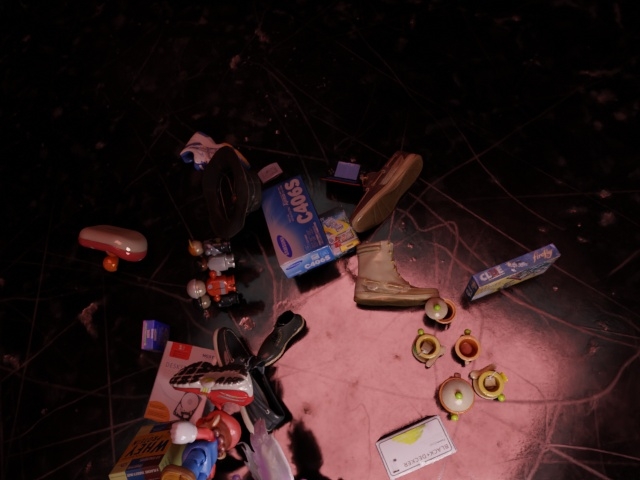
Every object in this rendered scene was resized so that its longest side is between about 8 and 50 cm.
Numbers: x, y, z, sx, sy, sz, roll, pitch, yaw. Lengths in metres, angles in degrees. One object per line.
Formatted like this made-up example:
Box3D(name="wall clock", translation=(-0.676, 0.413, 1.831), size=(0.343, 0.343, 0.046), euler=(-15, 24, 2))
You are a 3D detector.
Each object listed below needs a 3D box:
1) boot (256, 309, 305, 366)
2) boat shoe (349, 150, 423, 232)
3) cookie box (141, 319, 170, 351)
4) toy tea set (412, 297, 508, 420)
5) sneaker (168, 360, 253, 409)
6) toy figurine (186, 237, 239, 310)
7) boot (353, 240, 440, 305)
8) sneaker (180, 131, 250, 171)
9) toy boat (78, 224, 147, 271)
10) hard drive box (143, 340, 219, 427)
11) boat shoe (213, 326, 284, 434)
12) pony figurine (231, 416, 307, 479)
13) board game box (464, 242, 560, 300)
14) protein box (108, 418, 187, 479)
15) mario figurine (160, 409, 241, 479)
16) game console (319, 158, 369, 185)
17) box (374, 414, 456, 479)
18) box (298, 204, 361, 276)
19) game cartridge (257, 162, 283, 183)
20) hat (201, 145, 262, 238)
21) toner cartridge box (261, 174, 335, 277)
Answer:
Box3D(name="boot", translation=(-0.139, 0.291, 1.402), size=(0.077, 0.137, 0.197), euler=(35, 79, 19))
Box3D(name="boat shoe", translation=(0.198, -0.174, 1.545), size=(0.123, 0.123, 0.342), euler=(33, 77, 33))
Box3D(name="cookie box", translation=(-0.527, 0.309, 1.476), size=(0.040, 0.107, 0.091), euler=(-7, 68, 7))
Box3D(name="toy tea set", translation=(0.375, 0.325, 1.300), size=(0.200, 0.124, 0.335), euler=(-29, 72, -2))
Box3D(name="sneaker", translation=(-0.310, 0.420, 1.295), size=(0.279, 0.107, 0.118), euler=(-3, 112, 30))
Box3D(name="toy figurine", translation=(-0.348, 0.107, 1.467), size=(0.148, 0.213, 0.209), euler=(-8, 68, -8))
Box3D(name="boot", translation=(0.237, 0.100, 1.440), size=(0.262, 0.095, 0.203), euler=(-1, 67, 12))
Box3D(name="sneaker", translation=(-0.385, -0.289, 1.677), size=(0.297, 0.111, 0.131), euler=(26, 69, 32))
Box3D(name="toy boat", translation=(-0.726, 0.037, 1.615), size=(0.231, 0.151, 0.150), euler=(12, 102, 14))
Box3D(name="hard drive box", translation=(-0.409, 0.444, 1.415), size=(0.181, 0.089, 0.231), euler=(7, 70, 11))
Box3D(name="boat shoe", translation=(-0.206, 0.398, 1.364), size=(0.113, 0.127, 0.339), euler=(-32, 69, 19))
Box3D(name="pony figurine", translation=(-0.145, 0.676, 1.155), size=(0.364, 0.302, 0.351), euler=(-31, 71, -30))
Box3D(name="board game box", translation=(0.555, 0.097, 1.347), size=(0.244, 0.165, 0.042), euler=(-21, 67, 0))
Box3D(name="protein box", translation=(-0.434, 0.636, 1.245), size=(0.136, 0.201, 0.199), euler=(-13, 101, 4))
Box3D(name="mario figurine", translation=(-0.332, 0.558, 1.197), size=(0.170, 0.320, 0.198), euler=(34, 101, 1))
Box3D(name="game console", translation=(0.085, -0.239, 1.596), size=(0.144, 0.085, 0.124), euler=(12, 72, 13))
Box3D(name="box", translation=(0.236, 0.517, 1.171), size=(0.169, 0.290, 0.087), euler=(-24, 68, 1))
Box3D(name="box", translation=(0.000, 0.000, 1.540), size=(0.233, 0.044, 0.159), euler=(-25, 66, 0))
Box3D(name="game cartridge", translation=(-0.185, -0.248, 1.683), size=(0.083, 0.017, 0.055), euler=(-31, 71, -3))
Box3D(name="hat", translation=(-0.280, -0.165, 1.568), size=(0.134, 0.331, 0.331), euler=(-9, 61, -37))
Box3D(name="toner cartridge box", translation=(-0.085, -0.056, 1.506), size=(0.165, 0.075, 0.347), euler=(-24, 50, 2))
